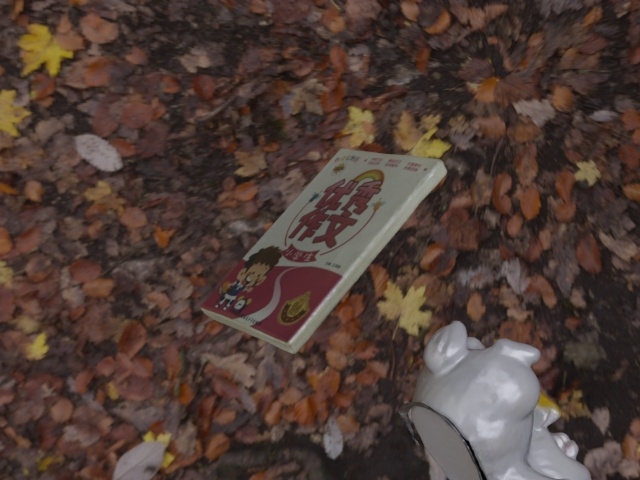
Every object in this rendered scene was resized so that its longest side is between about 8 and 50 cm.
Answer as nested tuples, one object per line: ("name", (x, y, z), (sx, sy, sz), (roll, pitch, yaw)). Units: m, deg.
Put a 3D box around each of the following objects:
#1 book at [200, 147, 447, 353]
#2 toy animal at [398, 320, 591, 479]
("book", (0.000, 0.000, 0.927), (0.232, 0.162, 0.022), (-50, 124, -18))
("toy animal", (0.202, 0.244, 1.074), (0.154, 0.208, 0.325), (-32, 132, -22))
